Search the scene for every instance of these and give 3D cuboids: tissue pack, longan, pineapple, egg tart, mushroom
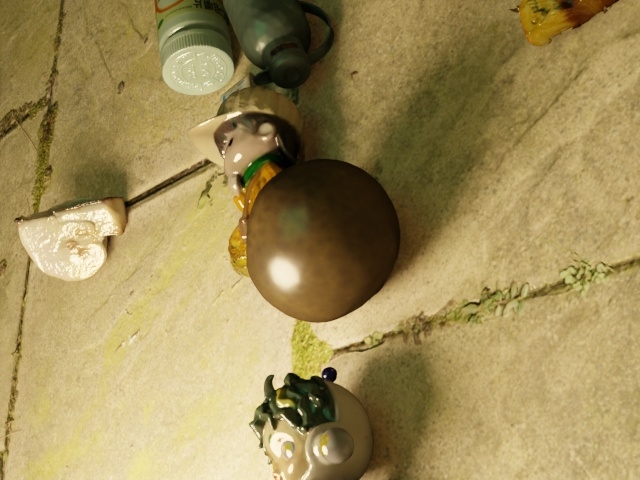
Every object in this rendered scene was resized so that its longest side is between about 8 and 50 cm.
[{"bbox_3d":[-0.156,-0.284,1.949,0.094,0.059,0.074,-32,51,34],"label":"tissue pack"},{"bbox_3d":[0.000,0.000,1.512,0.258,0.258,0.258,-22,58,40],"label":"longan"},{"bbox_3d":[0.381,-0.397,1.402,0.233,0.079,0.135,-28,52,36],"label":"pineapple"},{"bbox_3d":[-0.136,0.005,1.808,0.130,0.052,0.130,-21,60,43],"label":"egg tart"},{"bbox_3d":[-0.555,-0.009,2.230,0.236,0.173,0.162,-13,14,5],"label":"mushroom"}]

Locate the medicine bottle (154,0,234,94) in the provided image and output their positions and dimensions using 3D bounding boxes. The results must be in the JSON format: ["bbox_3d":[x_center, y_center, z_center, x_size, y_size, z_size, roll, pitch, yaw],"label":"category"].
[{"bbox_3d":[-0.283,-0.488,2.101,0.158,0.158,0.318,-36,50,32],"label":"medicine bottle"}]

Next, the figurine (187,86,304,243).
[{"bbox_3d":[-0.091,-0.128,1.744,0.332,0.204,0.185,58,150,22],"label":"figurine"}]

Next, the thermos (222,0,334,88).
[{"bbox_3d":[-0.079,-0.418,1.876,0.182,0.145,0.286,-23,52,-1],"label":"thermos"}]

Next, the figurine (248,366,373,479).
[{"bbox_3d":[0.005,0.367,1.403,0.261,0.186,0.382,-45,50,40],"label":"figurine"}]
